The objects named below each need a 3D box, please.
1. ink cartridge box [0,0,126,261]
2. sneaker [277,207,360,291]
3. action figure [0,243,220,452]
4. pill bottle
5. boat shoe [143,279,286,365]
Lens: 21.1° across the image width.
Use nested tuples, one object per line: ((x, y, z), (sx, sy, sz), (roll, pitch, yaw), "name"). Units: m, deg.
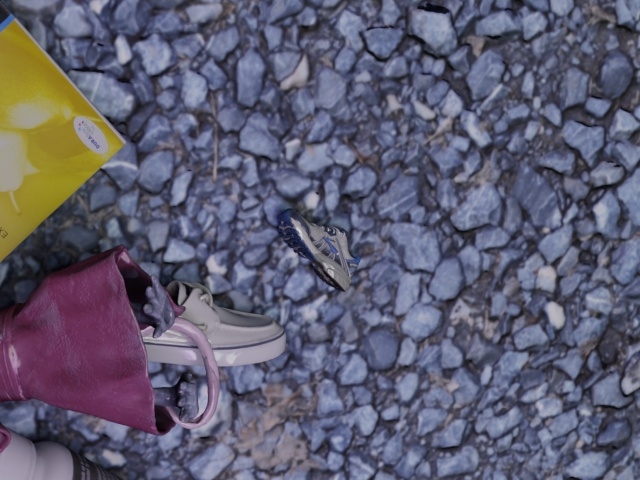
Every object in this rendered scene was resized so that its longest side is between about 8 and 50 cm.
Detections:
((-0.416, -0.111, 1.828), (0.307, 0.072, 0.303), (-46, 118, -11), "ink cartridge box")
((0.000, 0.000, 2.070), (0.058, 0.052, 0.135), (-52, 126, -16), "sneaker")
((-0.323, 0.108, 1.848), (0.370, 0.276, 0.248), (-6, 86, 15), "action figure")
((-0.287, 0.327, 1.947), (0.283, 0.161, 0.161), (36, 87, -28), "pill bottle")
((-0.163, 0.088, 1.989), (0.267, 0.096, 0.088), (5, 106, -18), "boat shoe")
